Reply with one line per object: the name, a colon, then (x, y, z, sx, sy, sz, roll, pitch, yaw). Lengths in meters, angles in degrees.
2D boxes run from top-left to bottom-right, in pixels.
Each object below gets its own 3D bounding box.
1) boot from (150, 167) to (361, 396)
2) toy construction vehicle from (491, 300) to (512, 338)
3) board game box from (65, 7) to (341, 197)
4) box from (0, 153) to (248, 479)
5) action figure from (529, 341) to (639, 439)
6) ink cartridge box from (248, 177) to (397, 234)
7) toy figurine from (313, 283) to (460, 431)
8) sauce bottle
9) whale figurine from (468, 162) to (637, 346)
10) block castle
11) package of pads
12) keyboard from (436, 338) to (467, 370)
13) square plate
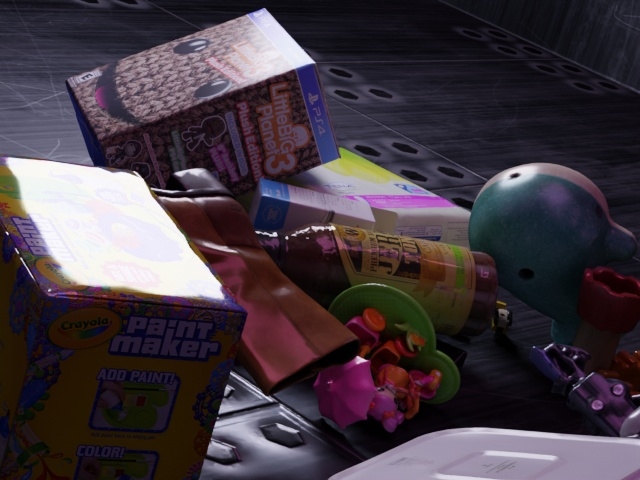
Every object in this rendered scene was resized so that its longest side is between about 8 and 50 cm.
boot: (-0.133, 0.063, 1.879, 0.264, 0.096, 0.280, -12, 53, -46)
toy construction vehicle: (0.199, 0.097, 2.325, 0.086, 0.035, 0.098, 12, 24, -2)
board game box: (-0.156, -0.158, 2.364, 0.291, 0.141, 0.232, -21, 30, -10)
box: (-0.224, 0.111, 1.547, 0.177, 0.279, 0.290, 6, 22, -27)
action figure: (0.375, 0.165, 1.891, 0.341, 0.330, 0.178, 39, -16, 22)
ink cartridge box: (0.000, 0.000, 2.212, 0.180, 0.104, 0.060, 13, 20, -10)
toy figurine: (0.060, 0.154, 1.975, 0.173, 0.130, 0.159, 41, 34, -5)
sauce bottle: (0.037, 0.039, 2.134, 0.344, 0.111, 0.111, 9, 21, -19)
whale figurine: (0.287, 0.038, 2.254, 0.216, 0.272, 0.141, -11, 32, 27)
block castle: (0.546, 0.147, 2.201, 0.453, 0.213, 0.303, 3, 24, -35)
package of pads: (0.030, -0.038, 2.426, 0.229, 0.101, 0.296, -2, 22, -43)
keyboard: (0.024, 0.091, 2.190, 0.317, 0.033, 0.201, 23, 21, 15)
square plate: (0.165, 0.232, 1.695, 0.344, 0.049, 0.347, 1, 8, 34)
